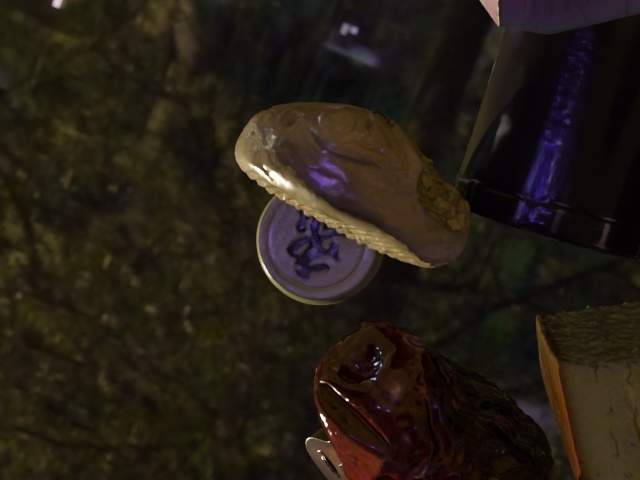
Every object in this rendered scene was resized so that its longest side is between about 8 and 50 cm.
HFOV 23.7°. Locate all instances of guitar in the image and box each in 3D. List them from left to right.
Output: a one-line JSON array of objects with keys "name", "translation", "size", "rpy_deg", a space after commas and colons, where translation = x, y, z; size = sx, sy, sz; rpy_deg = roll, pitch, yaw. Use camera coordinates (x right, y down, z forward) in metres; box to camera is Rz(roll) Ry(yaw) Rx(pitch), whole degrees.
[{"name": "guitar", "translation": [0.054, 0.266, 1.954], "size": [0.088, 0.025, 0.233], "rpy_deg": [54, 148, -1]}]

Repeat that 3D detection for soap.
[{"name": "soap", "translation": [0.178, -0.202, 1.098], "size": [0.149, 0.100, 0.056], "rpy_deg": [-13, -131, -4]}]

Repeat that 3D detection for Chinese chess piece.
[{"name": "Chinese chess piece", "translation": [0.000, 0.000, 1.694], "size": [0.144, 0.144, 0.058], "rpy_deg": [23, -176, 7]}]

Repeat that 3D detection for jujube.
[{"name": "jujube", "translation": [0.112, 0.212, 1.551], "size": [0.216, 0.216, 0.342], "rpy_deg": [30, 163, 40]}]

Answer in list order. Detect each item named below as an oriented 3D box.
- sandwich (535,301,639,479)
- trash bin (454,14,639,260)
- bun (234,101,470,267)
[{"name": "sandwich", "translation": [0.209, 0.104, 1.088], "size": [0.094, 0.096, 0.258], "rpy_deg": [-9, -161, 1]}, {"name": "trash bin", "translation": [0.266, -0.151, 1.473], "size": [0.252, 0.302, 0.203], "rpy_deg": [15, -174, -11]}, {"name": "bun", "translation": [0.037, -0.063, 1.426], "size": [0.237, 0.116, 0.210], "rpy_deg": [25, 177, 1]}]
